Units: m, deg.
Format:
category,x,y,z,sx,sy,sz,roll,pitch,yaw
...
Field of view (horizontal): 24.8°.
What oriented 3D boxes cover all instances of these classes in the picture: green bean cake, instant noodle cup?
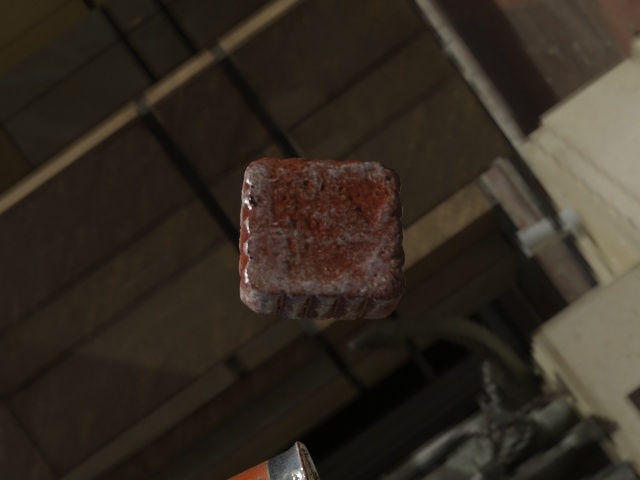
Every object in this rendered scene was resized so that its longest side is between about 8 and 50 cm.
category,x,y,z,sx,sy,sz,roll,pitch,yaw
green bean cake,0.000,0.000,1.203,0.056,0.135,0.135,110,162,-62
instant noodle cup,-0.063,0.294,1.555,0.127,0.136,0.127,-20,-90,-87
